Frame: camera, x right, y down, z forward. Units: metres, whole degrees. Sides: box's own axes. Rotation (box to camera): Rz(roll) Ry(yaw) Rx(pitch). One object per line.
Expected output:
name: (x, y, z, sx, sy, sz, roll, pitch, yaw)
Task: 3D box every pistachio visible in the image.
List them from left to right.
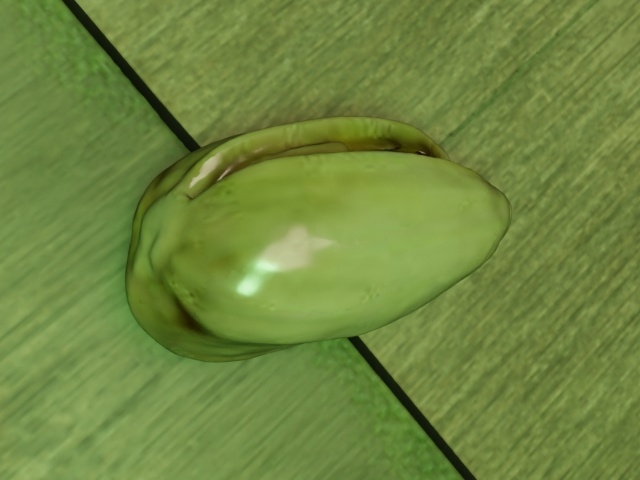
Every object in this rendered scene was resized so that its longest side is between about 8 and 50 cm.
pistachio: (0.000, 0.000, 0.572, 0.206, 0.131, 0.129, -9, 42, -26)
